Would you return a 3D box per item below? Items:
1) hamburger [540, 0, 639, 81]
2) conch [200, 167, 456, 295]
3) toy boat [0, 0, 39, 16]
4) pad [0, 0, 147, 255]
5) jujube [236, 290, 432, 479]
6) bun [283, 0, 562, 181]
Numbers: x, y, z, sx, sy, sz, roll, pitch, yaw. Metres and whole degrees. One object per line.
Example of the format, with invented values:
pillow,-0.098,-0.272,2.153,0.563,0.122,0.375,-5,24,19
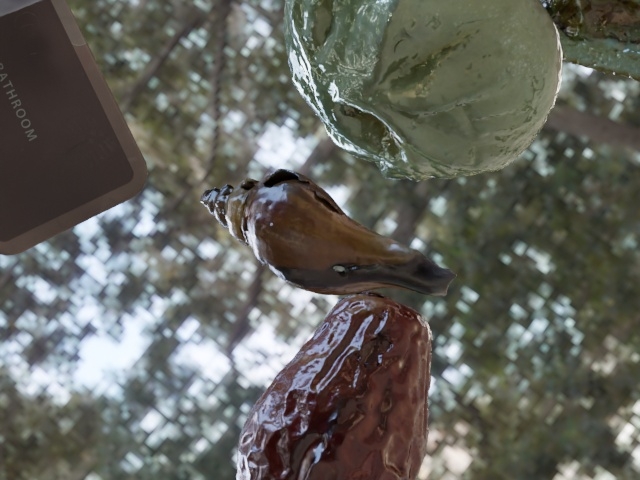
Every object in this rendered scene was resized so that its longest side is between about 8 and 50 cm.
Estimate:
hamburger,0.416,-0.275,2.050,0.211,0.309,0.132,-32,-49,-63
conch,-0.005,0.003,1.405,0.080,0.233,0.086,-28,-32,-44
toy boat,-0.221,-0.138,0.723,0.283,0.127,0.078,-21,-31,-28
pad,-0.294,-0.132,1.607,0.176,0.266,0.002,-26,-5,-4
jujube,0.021,0.196,1.725,0.197,0.197,0.290,61,-131,-66
bun,0.054,-0.117,1.062,0.118,0.195,0.195,-51,-21,-27
